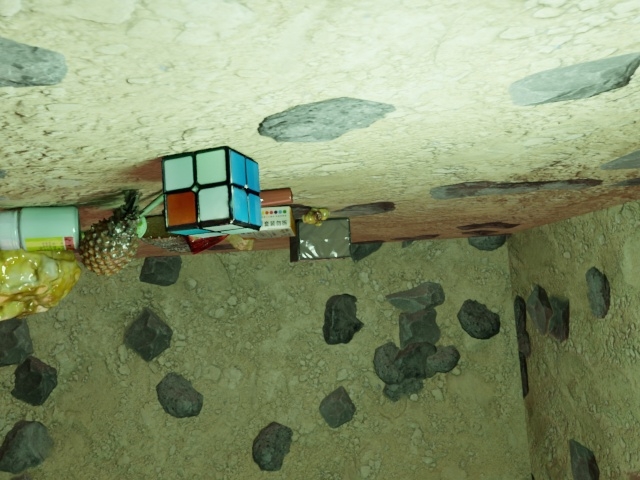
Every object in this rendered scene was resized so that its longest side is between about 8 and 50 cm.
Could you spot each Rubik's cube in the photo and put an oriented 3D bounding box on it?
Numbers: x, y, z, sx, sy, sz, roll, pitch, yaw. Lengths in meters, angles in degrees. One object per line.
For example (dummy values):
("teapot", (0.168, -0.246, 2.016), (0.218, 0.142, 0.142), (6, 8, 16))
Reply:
("Rubik's cube", (-0.252, -0.107, 1.436), (0.180, 0.184, 0.167), (-4, 173, 17))

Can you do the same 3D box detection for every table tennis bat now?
("table tennis bat", (-0.290, -0.114, 1.907), (0.414, 0.051, 0.268), (-7, -175, 5))

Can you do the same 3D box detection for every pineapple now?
("pineapple", (-0.607, -0.013, 1.827), (0.175, 0.175, 0.361), (0, 159, -37))

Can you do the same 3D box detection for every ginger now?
("ginger", (-0.383, -0.011, 2.679), (0.193, 0.123, 0.115), (0, -165, 8))

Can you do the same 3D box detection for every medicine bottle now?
("medicine bottle", (-0.864, -0.035, 1.889), (0.225, 0.139, 0.139), (-3, 174, -17))

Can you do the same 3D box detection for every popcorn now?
("popcorn", (-1.062, 0.090, 2.164), (0.344, 0.354, 0.390), (-26, -147, 10))

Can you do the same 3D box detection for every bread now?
("bread", (-0.566, -0.023, 2.395), (0.165, 0.113, 0.416), (-7, 173, 3))

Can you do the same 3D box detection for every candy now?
("candy", (-0.553, -0.089, 1.908), (0.119, 0.119, 0.440), (0, 166, -36))

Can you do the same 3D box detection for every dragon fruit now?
("dragon fruit", (-0.388, -0.055, 2.128), (0.211, 0.134, 0.262), (-17, 172, -17))

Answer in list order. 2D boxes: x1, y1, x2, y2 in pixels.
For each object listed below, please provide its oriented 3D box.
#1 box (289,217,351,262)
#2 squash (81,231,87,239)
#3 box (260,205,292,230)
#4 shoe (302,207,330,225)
("box", (0.000, 0.000, 2.683), (0.252, 0.188, 0.153), (-1, 174, -13))
("squash", (-0.902, -0.002, 2.527), (0.200, 0.075, 0.090), (-4, 149, -20))
("box", (-0.209, -0.065, 2.341), (0.220, 0.091, 0.274), (-4, 174, 3))
("shoe", (-0.015, -0.090, 2.330), (0.069, 0.072, 0.109), (-3, 177, 41))
